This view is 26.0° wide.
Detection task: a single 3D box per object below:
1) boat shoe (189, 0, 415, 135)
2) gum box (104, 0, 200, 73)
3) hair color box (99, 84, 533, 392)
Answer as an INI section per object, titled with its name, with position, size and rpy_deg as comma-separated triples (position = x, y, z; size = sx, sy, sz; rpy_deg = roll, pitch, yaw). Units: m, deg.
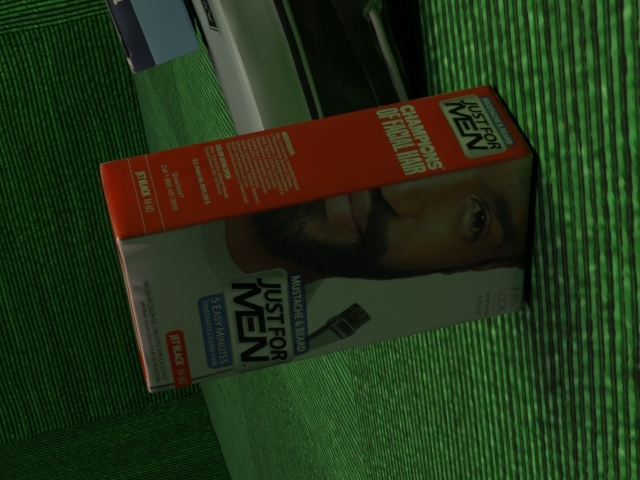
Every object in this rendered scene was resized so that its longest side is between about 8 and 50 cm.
[boat shoe]
position = -0.020, -0.171, 0.656
size = 0.113, 0.104, 0.306
rpy_deg = -143, 34, -69
[gum box]
position = -0.113, -0.188, 0.763
size = 0.184, 0.041, 0.157
rpy_deg = -107, -2, -71
[hair color box]
position = 0.000, 0.000, 0.579
size = 0.053, 0.167, 0.093
rpy_deg = -112, 12, -45
